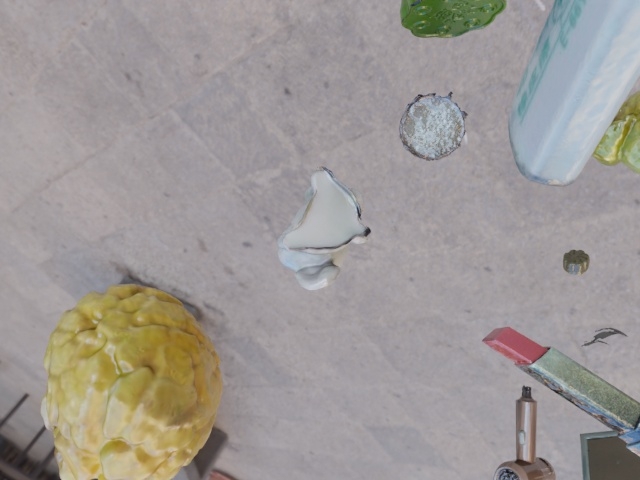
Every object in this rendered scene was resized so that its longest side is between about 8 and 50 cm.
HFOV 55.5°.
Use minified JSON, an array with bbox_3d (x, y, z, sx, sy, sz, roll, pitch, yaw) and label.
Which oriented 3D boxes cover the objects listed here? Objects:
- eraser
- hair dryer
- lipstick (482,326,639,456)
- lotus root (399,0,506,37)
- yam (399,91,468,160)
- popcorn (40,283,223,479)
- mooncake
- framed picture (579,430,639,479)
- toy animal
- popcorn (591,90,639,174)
[{"bbox_3d":[0.302,-0.221,0.676,0.104,0.189,0.290,13,145,5],"label":"eraser"},{"bbox_3d":[0.338,0.334,1.012,0.064,0.182,0.117,-8,164,43],"label":"hair dryer"},{"bbox_3d":[0.345,0.195,0.745,0.312,0.051,0.051,34,151,9],"label":"lipstick"},{"bbox_3d":[0.221,-0.467,1.055,0.186,0.186,0.186,19,142,15],"label":"lotus root"},{"bbox_3d":[0.221,-0.218,1.201,0.131,0.279,0.131,1,98,10],"label":"yam"},{"bbox_3d":[-0.353,0.283,1.188,0.344,0.390,0.354,7,177,-36],"label":"popcorn"},{"bbox_3d":[0.508,0.111,1.157,0.150,0.347,0.057,-22,108,4],"label":"mooncake"},{"bbox_3d":[0.508,0.362,0.961,0.183,0.142,0.011,-21,126,34],"label":"framed picture"},{"bbox_3d":[0.009,-0.015,1.365,0.174,0.249,0.289,28,179,-3],"label":"toy animal"},{"bbox_3d":[0.740,-0.231,1.311,0.286,0.225,0.174,24,142,27],"label":"popcorn"}]
